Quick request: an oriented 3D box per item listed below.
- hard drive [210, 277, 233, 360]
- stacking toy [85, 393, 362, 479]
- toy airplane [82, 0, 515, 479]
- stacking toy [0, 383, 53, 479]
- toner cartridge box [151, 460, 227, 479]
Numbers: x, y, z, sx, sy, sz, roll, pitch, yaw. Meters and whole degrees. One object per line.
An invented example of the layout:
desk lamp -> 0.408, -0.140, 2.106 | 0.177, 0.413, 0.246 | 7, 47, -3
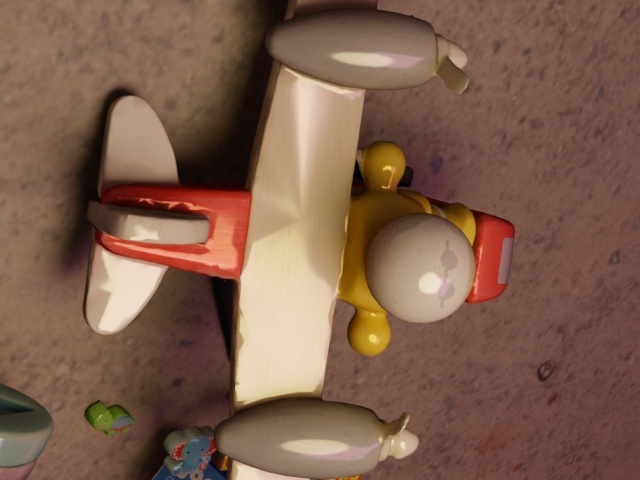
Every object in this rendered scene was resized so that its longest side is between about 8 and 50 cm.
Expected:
hard drive -> -0.054, 0.057, 1.245 | 0.094, 0.022, 0.135 | -31, 137, -22
stacking toy -> -0.089, 0.190, 1.206 | 0.221, 0.167, 0.052 | -6, 124, -40
toy airplane -> 0.000, 0.000, 1.048 | 0.384, 0.272, 0.386 | -45, 124, -24
stacking toy -> -0.294, 0.156, 0.914 | 0.309, 0.279, 0.130 | 13, 100, -46
toner cartridge box -> -0.028, 0.318, 1.339 | 0.075, 0.165, 0.348 | -53, 147, -2
